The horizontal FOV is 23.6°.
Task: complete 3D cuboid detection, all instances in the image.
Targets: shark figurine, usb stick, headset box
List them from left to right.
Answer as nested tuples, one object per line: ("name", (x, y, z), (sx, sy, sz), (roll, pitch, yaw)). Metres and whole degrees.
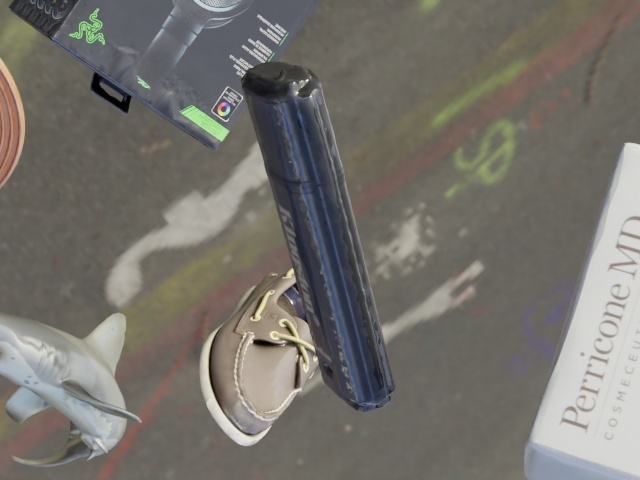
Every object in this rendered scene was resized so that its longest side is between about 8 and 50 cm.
("shark figurine", (-0.199, 0.122, 1.321), (0.278, 0.166, 0.116), (78, 29, -59))
("headset box", (-0.157, -0.270, 1.649), (0.246, 0.131, 0.283), (35, 91, -39))
("usb stick", (0.000, 0.000, 1.114), (0.045, 0.077, 0.278), (-29, 120, -25))

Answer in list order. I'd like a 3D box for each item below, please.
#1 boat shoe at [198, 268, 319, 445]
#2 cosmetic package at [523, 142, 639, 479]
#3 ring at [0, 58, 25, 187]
("boat shoe", (-0.050, 0.117, 1.721), (0.097, 0.116, 0.324), (-33, -168, 20))
("cosmetic package", (0.388, 0.118, 1.045), (0.161, 0.453, 0.230), (67, 41, -73))
("ring", (-0.474, -0.139, 1.577), (0.337, 0.032, 0.336), (0, 134, 0))
